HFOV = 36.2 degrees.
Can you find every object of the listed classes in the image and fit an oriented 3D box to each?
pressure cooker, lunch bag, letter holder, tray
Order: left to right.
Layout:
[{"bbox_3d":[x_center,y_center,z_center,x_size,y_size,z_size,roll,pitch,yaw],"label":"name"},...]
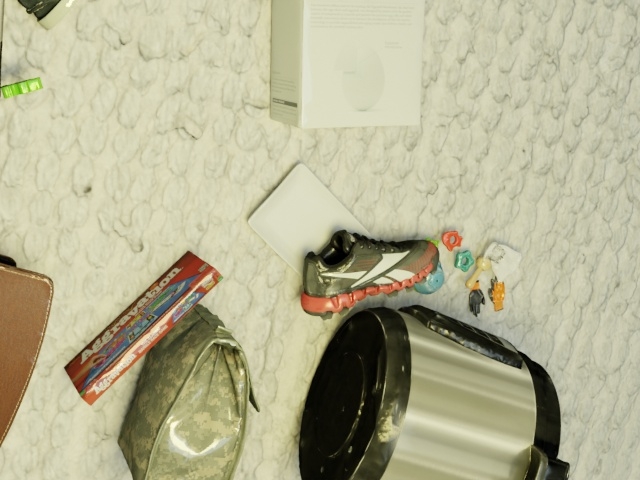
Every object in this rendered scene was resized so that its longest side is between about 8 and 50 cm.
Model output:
[{"bbox_3d":[-0.542,0.155,1.445,0.214,0.152,0.302,18,94,-30],"label":"letter holder"},{"bbox_3d":[-0.204,0.254,1.580,0.169,0.235,0.287,16,95,-22],"label":"lunch bag"},{"bbox_3d":[0.000,0.000,1.735,0.145,0.030,0.270,-48,117,-7],"label":"tray"},{"bbox_3d":[0.211,0.335,1.706,0.420,0.370,0.375,19,133,-17],"label":"pressure cooker"}]

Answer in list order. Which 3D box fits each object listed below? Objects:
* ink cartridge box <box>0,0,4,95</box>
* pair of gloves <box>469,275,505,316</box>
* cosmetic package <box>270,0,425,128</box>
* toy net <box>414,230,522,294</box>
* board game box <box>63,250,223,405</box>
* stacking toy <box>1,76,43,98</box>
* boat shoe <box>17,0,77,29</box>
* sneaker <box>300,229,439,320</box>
[{"bbox_3d":[-0.613,-0.292,1.296,0.371,0.069,0.175,4,106,-16],"label":"ink cartridge box"},{"bbox_3d":[0.329,0.110,1.930,0.083,0.010,0.074,-11,107,-22],"label":"pair of gloves"},{"bbox_3d":[0.043,-0.307,1.622,0.224,0.138,0.224,-4,105,-25],"label":"cosmetic package"},{"bbox_3d":[0.279,0.032,1.872,0.232,0.045,0.122,-9,104,-25],"label":"toy net"},{"bbox_3d":[-0.285,0.133,1.564,0.281,0.145,0.027,-44,114,-11],"label":"board game box"},{"bbox_3d":[-0.525,-0.272,1.385,0.221,0.052,0.167,-14,109,-8],"label":"stacking toy"},{"bbox_3d":[-0.334,-0.471,1.409,0.113,0.127,0.340,36,99,-28],"label":"boat shoe"},{"bbox_3d":[0.087,0.036,1.712,0.276,0.097,0.135,-18,111,-20],"label":"sneaker"}]
